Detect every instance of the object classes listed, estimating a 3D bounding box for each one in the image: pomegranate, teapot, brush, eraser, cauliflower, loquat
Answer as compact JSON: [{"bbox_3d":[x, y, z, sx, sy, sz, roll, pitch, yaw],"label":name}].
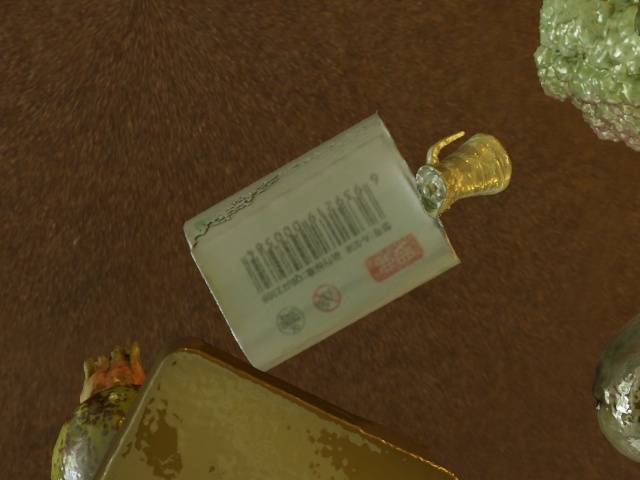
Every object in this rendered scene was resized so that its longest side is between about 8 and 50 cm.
[{"bbox_3d":[-0.273,0.269,1.413,0.276,0.204,0.222,49,129,18],"label":"pomegranate"},{"bbox_3d":[0.121,-0.060,0.942,0.083,0.057,0.067,-28,100,-30],"label":"teapot"},{"bbox_3d":[-0.028,0.146,0.620,0.197,0.059,0.123,28,94,-15],"label":"brush"},{"bbox_3d":[0.000,0.000,1.045,0.227,0.081,0.174,-30,75,7],"label":"eraser"},{"bbox_3d":[0.355,-0.220,1.033,0.239,0.256,0.315,39,62,-32],"label":"cauliflower"},{"bbox_3d":[0.391,0.144,1.104,0.227,0.179,0.179,-37,107,23],"label":"loquat"}]
